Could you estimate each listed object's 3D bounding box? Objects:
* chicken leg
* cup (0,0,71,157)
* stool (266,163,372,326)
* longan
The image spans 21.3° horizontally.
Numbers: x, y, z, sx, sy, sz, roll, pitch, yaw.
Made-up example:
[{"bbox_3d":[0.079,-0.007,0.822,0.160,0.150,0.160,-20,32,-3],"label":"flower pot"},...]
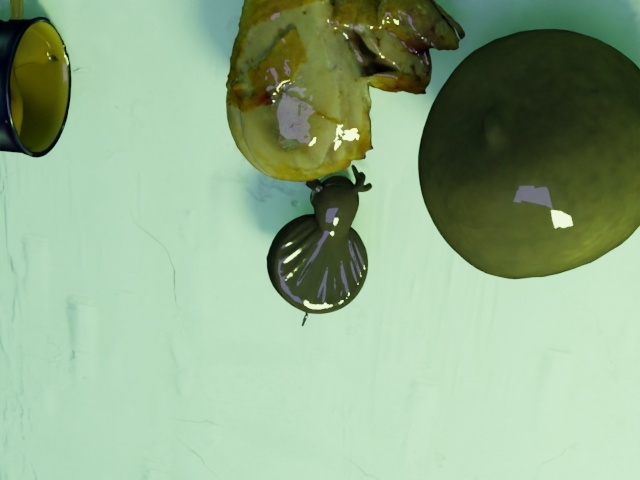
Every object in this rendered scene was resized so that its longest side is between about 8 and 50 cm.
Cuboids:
[{"bbox_3d":[0.015,-0.273,1.990,0.295,0.182,0.409,-6,107,10],"label":"chicken leg"},{"bbox_3d":[-0.460,-0.240,2.168,0.256,0.255,0.178,6,164,16],"label":"cup"},{"bbox_3d":[0.000,0.000,2.194,0.125,0.121,0.217,11,100,-11],"label":"stool"},{"bbox_3d":[0.249,-0.093,1.939,0.297,0.297,0.297,8,127,11],"label":"longan"}]
